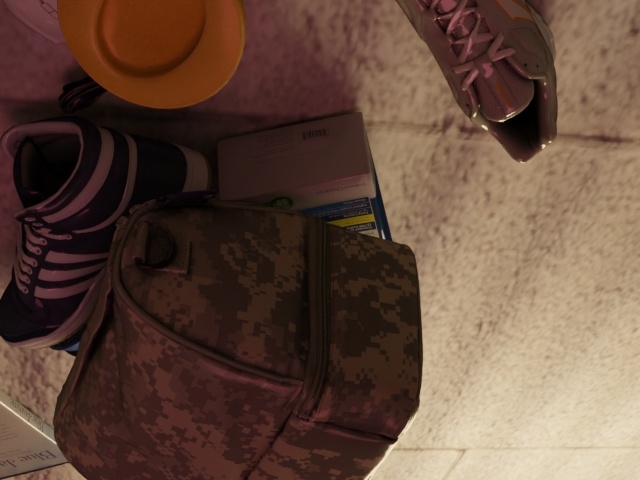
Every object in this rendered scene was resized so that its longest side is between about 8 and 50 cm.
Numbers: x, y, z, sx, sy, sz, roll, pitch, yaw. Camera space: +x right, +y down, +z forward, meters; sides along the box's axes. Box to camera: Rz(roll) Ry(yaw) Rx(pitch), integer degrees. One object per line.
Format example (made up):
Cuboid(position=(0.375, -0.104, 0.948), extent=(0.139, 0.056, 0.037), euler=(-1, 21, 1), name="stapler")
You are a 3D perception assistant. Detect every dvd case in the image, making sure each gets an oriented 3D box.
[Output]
Cuboid(position=(-0.444, 0.240, 1.275), extent=(0.180, 0.022, 0.253), euler=(-16, 143, 12), name="dvd case")

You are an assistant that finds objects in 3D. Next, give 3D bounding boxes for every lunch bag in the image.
Cuboid(position=(-0.082, 0.110, 0.875), extent=(0.256, 0.212, 0.305), euler=(14, 139, -17), name="lunch bag")

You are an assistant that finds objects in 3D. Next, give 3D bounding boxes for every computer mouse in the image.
Cuboid(position=(-0.191, -0.169, 0.749), extent=(0.106, 0.042, 0.193), euler=(-17, 143, 15), name="computer mouse")

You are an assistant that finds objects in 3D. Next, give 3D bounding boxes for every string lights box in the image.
Cuboid(position=(0.000, 0.000, 0.979), extent=(0.133, 0.076, 0.259), euler=(-11, 143, 6), name="string lights box")

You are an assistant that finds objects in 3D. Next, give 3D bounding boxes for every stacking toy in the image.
Cuboid(position=(-0.103, -0.270, 0.614), extent=(0.279, 0.130, 0.309), euler=(36, 125, -15), name="stacking toy")

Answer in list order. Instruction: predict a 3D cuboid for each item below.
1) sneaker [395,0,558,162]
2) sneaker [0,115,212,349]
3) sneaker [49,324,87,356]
Cuboid(position=(0.116, -0.157, 0.752), extent=(0.099, 0.121, 0.262), euler=(-27, 139, 24), name="sneaker")
Cuboid(position=(-0.241, -0.005, 0.896), extent=(0.282, 0.099, 0.153), euler=(-39, 146, 26), name="sneaker")
Cuboid(position=(-0.167, 0.057, 1.038), extent=(0.232, 0.081, 0.090), euler=(-23, 157, 18), name="sneaker")
